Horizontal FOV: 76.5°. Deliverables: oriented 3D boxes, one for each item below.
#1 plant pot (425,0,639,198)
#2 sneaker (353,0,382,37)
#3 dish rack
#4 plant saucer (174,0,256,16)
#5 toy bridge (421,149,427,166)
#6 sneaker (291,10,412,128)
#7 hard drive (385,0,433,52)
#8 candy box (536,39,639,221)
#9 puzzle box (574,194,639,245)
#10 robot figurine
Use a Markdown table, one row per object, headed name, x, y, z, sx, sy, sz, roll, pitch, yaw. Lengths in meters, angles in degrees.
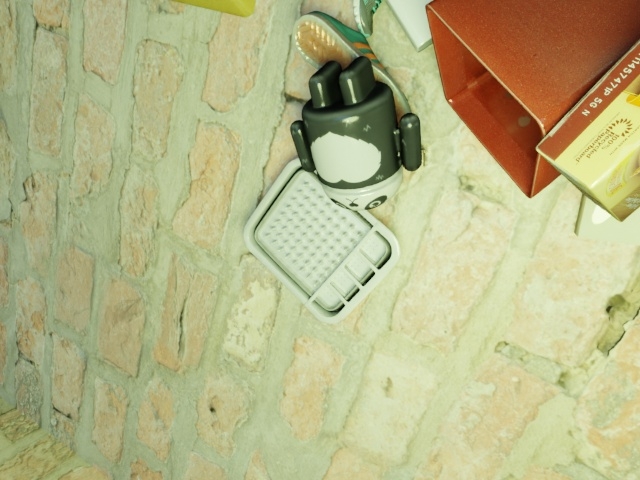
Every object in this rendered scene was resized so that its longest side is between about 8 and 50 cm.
| name | x | y | z | sx | sy | sz | roll | pitch | yaw |
| --- | --- | --- | --- | --- | --- | --- | --- | --- | --- |
| plant pot | 0.352 | -0.268 | 0.622 | 0.236 | 0.267 | 0.267 | -33 | 66 | 12 |
| sneaker | 0.106 | -0.494 | 0.803 | 0.076 | 0.065 | 0.166 | 4 | 105 | 19 |
| dish rack | 0.000 | 0.000 | 0.959 | 0.333 | 0.072 | 0.285 | 43 | 116 | 9 |
| plant saucer | -0.276 | -0.716 | 0.907 | 0.333 | 0.081 | 0.332 | 22 | 109 | 18 |
| toy bridge | 0.136 | -0.188 | 0.879 | 0.188 | 0.026 | 0.063 | 2 | 102 | 24 |
| sneaker | 0.083 | -0.346 | 0.827 | 0.302 | 0.121 | 0.108 | 43 | 133 | -14 |
| hard drive | 0.187 | -0.535 | 0.740 | 0.203 | 0.040 | 0.307 | -31 | 89 | 10 |
| candy box | 0.429 | -0.134 | 0.544 | 0.182 | 0.317 | 0.087 | -51 | 56 | 25 |
| puzzle box | 0.669 | -0.107 | 0.651 | 0.410 | 0.052 | 0.271 | 10 | 105 | 21 |
| robot figurine | 0.063 | -0.188 | 0.766 | 0.209 | 0.174 | 0.278 | 45 | 157 | 51 |
